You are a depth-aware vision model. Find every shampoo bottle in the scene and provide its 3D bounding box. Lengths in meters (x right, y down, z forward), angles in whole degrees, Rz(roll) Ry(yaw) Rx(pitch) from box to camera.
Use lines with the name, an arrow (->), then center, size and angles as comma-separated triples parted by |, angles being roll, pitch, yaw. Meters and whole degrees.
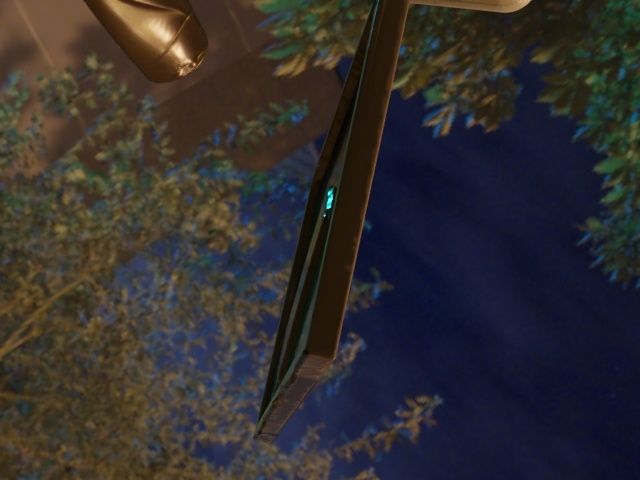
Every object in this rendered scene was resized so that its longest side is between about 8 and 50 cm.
shampoo bottle -> -0.227, -0.308, 1.062 | 0.084, 0.125, 0.350 | -1, -31, 23

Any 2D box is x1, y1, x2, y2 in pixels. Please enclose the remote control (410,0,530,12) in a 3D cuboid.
remote control -> 0.056, -0.185, 0.597 | 0.190, 0.087, 0.029 | 14, -16, 35

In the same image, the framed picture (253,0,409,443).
framed picture -> 0.000, 0.000, 0.507 | 0.016, 0.184, 0.250 | 14, -21, -3
